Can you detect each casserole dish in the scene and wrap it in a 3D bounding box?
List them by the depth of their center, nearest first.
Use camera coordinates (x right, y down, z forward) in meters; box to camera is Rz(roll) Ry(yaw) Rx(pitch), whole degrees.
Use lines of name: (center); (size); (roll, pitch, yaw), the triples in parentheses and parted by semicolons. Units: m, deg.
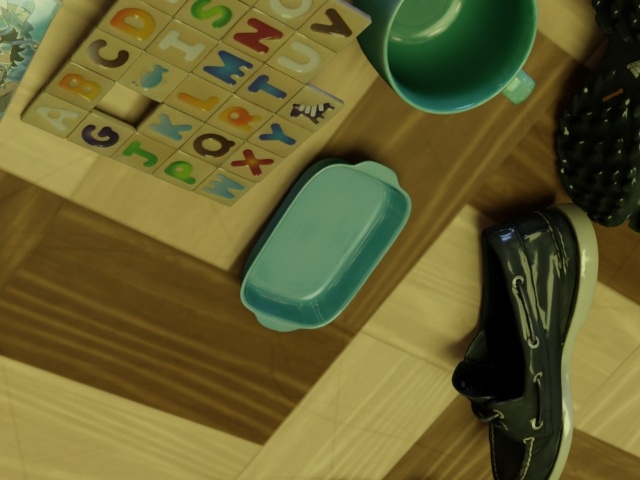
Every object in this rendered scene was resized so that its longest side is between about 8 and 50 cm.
casserole dish: (0.000, 0.000, 0.968); (0.114, 0.037, 0.188); (21, 115, -32)

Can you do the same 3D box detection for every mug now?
mug: (0.093, -0.168, 0.845); (0.129, 0.097, 0.158); (-22, 131, -7)

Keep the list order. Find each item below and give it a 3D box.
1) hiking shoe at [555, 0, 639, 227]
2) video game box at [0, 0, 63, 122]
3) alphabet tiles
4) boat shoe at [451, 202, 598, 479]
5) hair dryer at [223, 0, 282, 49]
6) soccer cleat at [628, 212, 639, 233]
hiking shoe: (0.300, -0.139, 0.941); (0.132, 0.113, 0.304); (-19, 136, -23)
video game box: (-0.313, -0.135, 0.742); (0.205, 0.048, 0.187); (21, 115, -32)
alphabet tiles: (-0.082, -0.119, 0.810); (0.198, 0.009, 0.237); (23, 137, -32)
boat shoe: (0.188, 0.125, 1.075); (0.113, 0.127, 0.340); (-6, 124, -17)
hair dryer: (-0.012, -0.248, 0.759); (0.223, 0.080, 0.294); (0, 124, -22)
soccer cleat: (0.339, -0.082, 1.020); (0.072, 0.060, 0.179); (-29, 138, -41)
